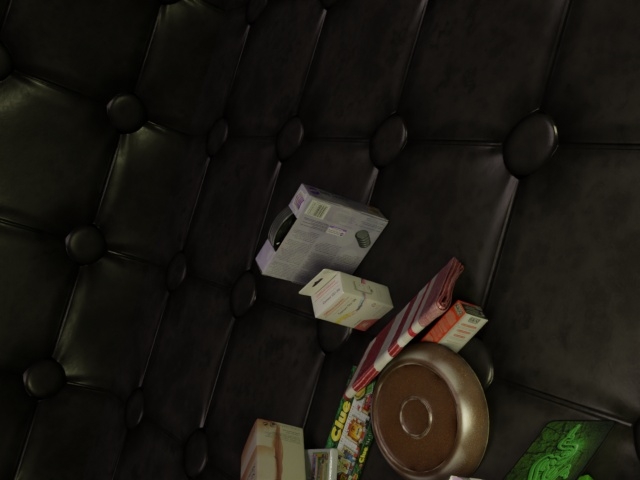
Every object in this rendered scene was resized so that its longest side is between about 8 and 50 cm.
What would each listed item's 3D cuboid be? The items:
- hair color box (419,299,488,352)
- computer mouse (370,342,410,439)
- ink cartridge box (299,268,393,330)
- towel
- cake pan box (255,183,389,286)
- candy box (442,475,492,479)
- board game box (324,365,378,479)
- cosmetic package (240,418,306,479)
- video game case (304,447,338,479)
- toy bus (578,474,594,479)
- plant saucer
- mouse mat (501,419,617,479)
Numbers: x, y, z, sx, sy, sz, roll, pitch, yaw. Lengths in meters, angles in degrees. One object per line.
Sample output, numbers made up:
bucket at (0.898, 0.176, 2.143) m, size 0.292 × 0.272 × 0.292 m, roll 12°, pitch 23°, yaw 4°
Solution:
hair color box at (0.281, 0.195, 1.876) m, size 0.141 × 0.072 × 0.043 m, roll -51°, pitch 39°, yaw 26°
computer mouse at (0.170, 0.346, 2.002) m, size 0.071 × 0.041 × 0.242 m, roll 1°, pitch 68°, yaw 45°
ink cartridge box at (0.060, 0.142, 2.103) m, size 0.115 × 0.198 × 0.067 m, roll -45°, pitch 42°, yaw 34°
towel at (0.184, 0.196, 1.930) m, size 0.329 × 0.037 × 0.237 m, roll -49°, pitch 1°, yaw 30°
cake pan box at (0.000, 0.000, 2.198) m, size 0.246 × 0.266 × 0.070 m, roll -59°, pitch 38°, yaw 22°
candy box at (0.247, 0.521, 1.683) m, size 0.196 × 0.164 × 0.070 m, roll -40°, pitch 46°, yaw 37°
board game box at (0.080, 0.439, 2.085) m, size 0.136 × 0.030 × 0.260 m, roll 18°, pitch 90°, yaw 60°
cosmetic package at (-0.116, 0.590, 2.112) m, size 0.296 × 0.129 × 0.153 m, roll -98°, pitch 27°, yaw -59°
video game case at (-0.010, 0.603, 2.092) m, size 0.193 × 0.023 × 0.212 m, roll 149°, pitch 128°, yaw -63°
toy bus at (0.373, 0.471, 1.519) m, size 0.202 × 0.104 × 0.191 m, roll -18°, pitch 33°, yaw 50°
plant saucer at (0.210, 0.368, 1.844) m, size 0.310 × 0.050 × 0.311 m, roll -4°, pitch 84°, yaw 47°
mouse mat at (0.416, 0.371, 1.541) m, size 0.189 × 0.007 × 0.152 m, roll -39°, pitch 15°, yaw -37°
